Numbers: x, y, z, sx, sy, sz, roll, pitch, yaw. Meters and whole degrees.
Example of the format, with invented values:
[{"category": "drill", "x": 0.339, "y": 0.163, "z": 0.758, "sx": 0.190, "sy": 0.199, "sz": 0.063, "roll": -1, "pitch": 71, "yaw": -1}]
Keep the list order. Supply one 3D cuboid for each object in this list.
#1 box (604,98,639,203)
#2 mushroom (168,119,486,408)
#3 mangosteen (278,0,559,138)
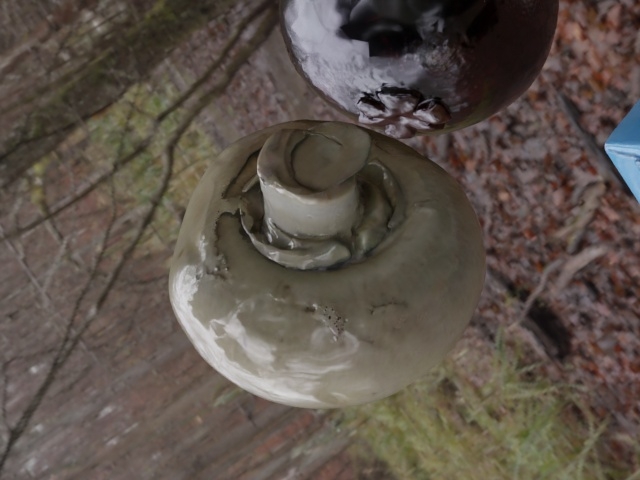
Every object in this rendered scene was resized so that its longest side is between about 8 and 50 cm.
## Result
[{"category": "box", "x": 0.260, "y": -0.076, "z": 0.402, "sx": 0.142, "sy": 0.232, "sz": 0.083, "roll": 47, "pitch": 170, "yaw": -29}, {"category": "mushroom", "x": 0.000, "y": 0.000, "z": 0.638, "sx": 0.246, "sy": 0.246, "sz": 0.202, "roll": 49, "pitch": 160, "yaw": 36}, {"category": "mangosteen", "x": 0.113, "y": -0.285, "z": 0.926, "sx": 0.306, "sy": 0.347, "sz": 0.307, "roll": 10, "pitch": 159, "yaw": 4}]
